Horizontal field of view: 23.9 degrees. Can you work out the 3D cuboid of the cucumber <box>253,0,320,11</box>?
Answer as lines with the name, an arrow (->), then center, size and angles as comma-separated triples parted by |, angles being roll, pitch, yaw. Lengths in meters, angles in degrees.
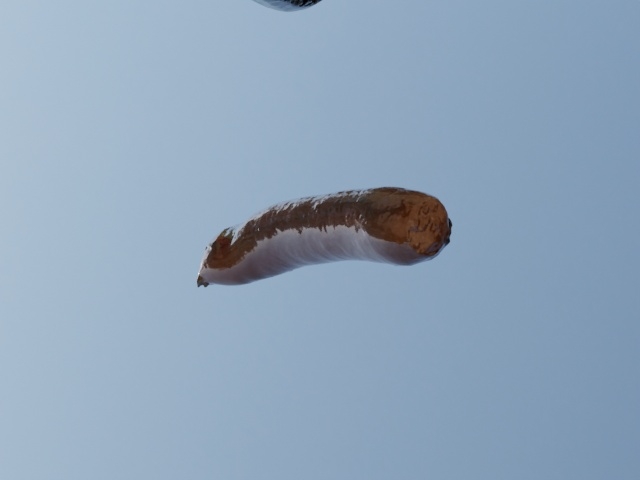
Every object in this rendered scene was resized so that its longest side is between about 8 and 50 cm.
cucumber -> -0.024, -0.118, 0.651 | 0.033, 0.184, 0.036 | -29, -95, 13

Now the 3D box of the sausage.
sausage -> -0.001, 0.000, 0.772 | 0.176, 0.040, 0.047 | -7, -115, 51
